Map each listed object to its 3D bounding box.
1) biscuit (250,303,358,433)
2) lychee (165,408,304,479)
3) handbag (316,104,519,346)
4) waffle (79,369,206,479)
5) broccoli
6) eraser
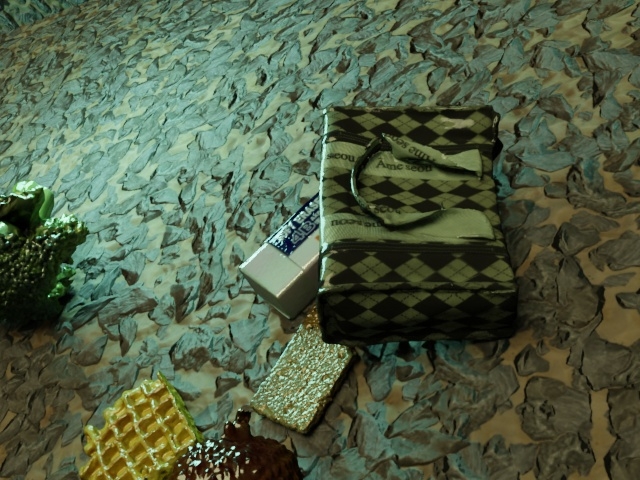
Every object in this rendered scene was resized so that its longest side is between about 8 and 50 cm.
[{"bbox_3d":[-0.007,0.198,1.252,0.131,0.026,0.237,14,58,39],"label":"biscuit"},{"bbox_3d":[-0.117,0.351,1.046,0.200,0.200,0.238,-10,67,25],"label":"lychee"},{"bbox_3d":[0.154,-0.047,1.224,0.317,0.180,0.416,-4,50,6],"label":"handbag"},{"bbox_3d":[-0.316,0.344,1.280,0.219,0.057,0.229,-40,40,-8],"label":"waffle"},{"bbox_3d":[-0.646,0.029,1.602,0.338,0.277,0.317,164,128,-85],"label":"broccoli"},{"bbox_3d":[0.000,0.000,1.394,0.287,0.086,0.130,-44,44,-14],"label":"eraser"}]
